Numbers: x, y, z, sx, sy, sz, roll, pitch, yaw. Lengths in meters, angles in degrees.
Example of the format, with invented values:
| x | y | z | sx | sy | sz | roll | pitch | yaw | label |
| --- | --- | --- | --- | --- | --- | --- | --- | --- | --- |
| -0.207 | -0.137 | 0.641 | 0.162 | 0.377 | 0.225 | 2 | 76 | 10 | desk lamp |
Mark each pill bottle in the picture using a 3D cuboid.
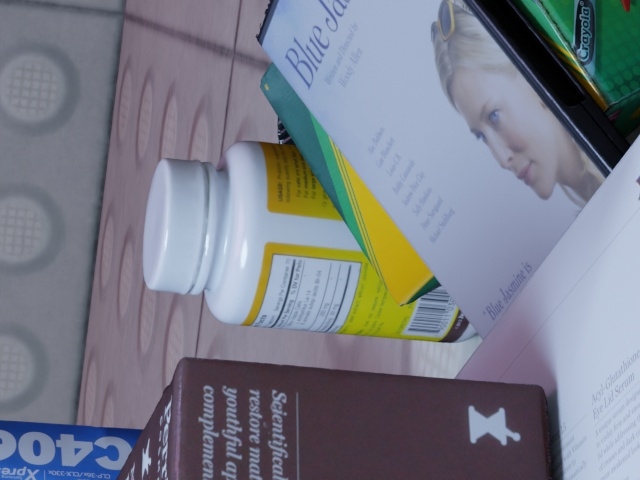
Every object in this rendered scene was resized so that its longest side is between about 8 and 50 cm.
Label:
| x | y | z | sx | sy | sz | roll | pitch | yaw | label |
| --- | --- | --- | --- | --- | --- | --- | --- | --- | --- |
| 0.000 | 0.000 | 1.134 | 0.117 | 0.215 | 0.117 | -174 | 90 | -76 | pill bottle |

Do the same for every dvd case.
| x | y | z | sx | sy | sz | roll | pitch | yaw | label |
| --- | --- | --- | --- | --- | --- | --- | --- | --- | --- |
| 0.062 | -0.064 | 0.905 | 0.253 | 0.022 | 0.180 | 54 | 151 | 17 | dvd case |

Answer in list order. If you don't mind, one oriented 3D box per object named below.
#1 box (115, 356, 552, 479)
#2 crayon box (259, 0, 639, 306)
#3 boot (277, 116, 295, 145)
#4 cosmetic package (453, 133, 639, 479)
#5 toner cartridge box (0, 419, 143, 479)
| x | y | z | sx | sy | sz | roll | pitch | yaw | label |
| --- | --- | --- | --- | --- | --- | --- | --- | --- | --- |
| -0.005 | 0.169 | 0.804 | 0.203 | 0.167 | 0.168 | 121 | 151 | -60 | box |
| 0.078 | -0.093 | 0.967 | 0.165 | 0.081 | 0.278 | 58 | 152 | 10 | crayon box |
| 0.017 | -0.189 | 1.397 | 0.207 | 0.094 | 0.246 | -88 | -1 | -53 | boot |
| 0.135 | 0.156 | 0.790 | 0.377 | 0.097 | 0.284 | 118 | 151 | -57 | cosmetic package |
| -0.092 | 0.206 | 1.147 | 0.075 | 0.347 | 0.165 | -104 | 24 | -51 | toner cartridge box |
